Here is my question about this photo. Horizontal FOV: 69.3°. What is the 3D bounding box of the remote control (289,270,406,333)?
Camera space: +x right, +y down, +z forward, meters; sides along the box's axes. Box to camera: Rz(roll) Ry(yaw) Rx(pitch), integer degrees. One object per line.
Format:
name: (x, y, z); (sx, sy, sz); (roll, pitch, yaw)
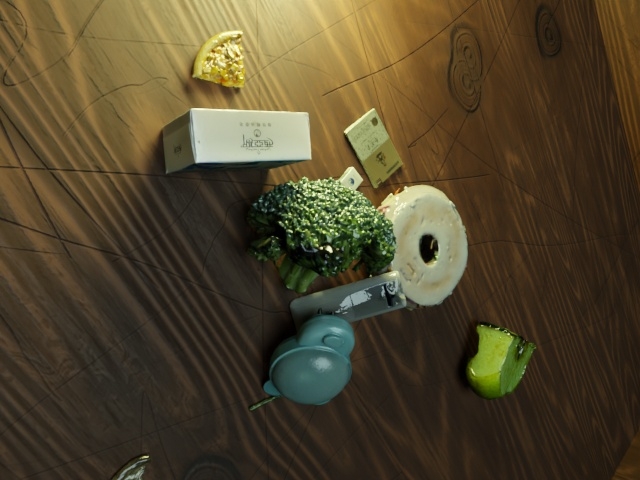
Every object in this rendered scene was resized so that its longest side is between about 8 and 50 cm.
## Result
remote control: (0.078, 0.177, 1.259); (0.314, 0.055, 0.109); (-16, 102, -2)

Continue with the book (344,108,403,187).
book: (0.162, -0.276, 1.389); (0.138, 0.016, 0.198); (-43, 115, -24)

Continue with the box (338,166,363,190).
box: (0.080, -0.165, 1.334); (0.054, 0.024, 0.083); (48, 68, -24)

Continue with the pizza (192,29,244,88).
pizza: (-0.227, -0.421, 1.105); (0.178, 0.041, 0.130); (-40, 115, -26)

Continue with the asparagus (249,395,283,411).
asparagus: (-0.136, 0.424, 1.222); (0.115, 0.014, 0.015); (-14, 134, -32)

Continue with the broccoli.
broccoli: (-0.001, -0.018, 1.142); (0.318, 0.277, 0.338); (-37, 157, 7)

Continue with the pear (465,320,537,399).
pear: (0.633, 0.441, 1.662); (0.238, 0.164, 0.255); (25, 84, -43)

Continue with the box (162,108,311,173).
box: (-0.189, -0.218, 1.042); (0.275, 0.203, 0.116); (-8, 97, -34)

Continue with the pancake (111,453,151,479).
pancake: (-0.402, 0.591, 1.048); (0.190, 0.020, 0.184); (41, 69, -29)

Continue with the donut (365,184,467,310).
donut: (0.285, 0.022, 1.410); (0.383, 0.143, 0.381); (-1, 92, -34)

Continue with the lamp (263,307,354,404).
lamp: (-0.015, 0.308, 1.178); (0.210, 0.147, 0.283); (19, 103, -19)
